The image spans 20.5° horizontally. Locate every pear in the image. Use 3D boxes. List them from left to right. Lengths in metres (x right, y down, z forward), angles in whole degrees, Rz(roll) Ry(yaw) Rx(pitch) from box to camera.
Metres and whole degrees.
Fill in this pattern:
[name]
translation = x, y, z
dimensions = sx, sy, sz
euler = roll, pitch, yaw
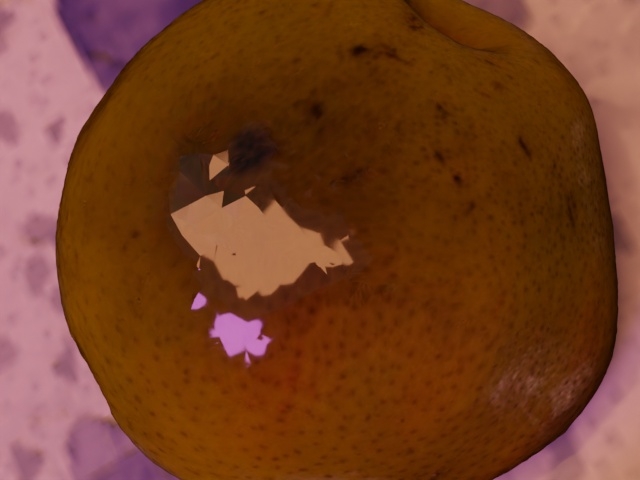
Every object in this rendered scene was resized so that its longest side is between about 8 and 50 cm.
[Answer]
[pear]
translation = 0.000, 0.000, 0.426
dimensions = 0.141, 0.104, 0.141
euler = -2, 84, 20
